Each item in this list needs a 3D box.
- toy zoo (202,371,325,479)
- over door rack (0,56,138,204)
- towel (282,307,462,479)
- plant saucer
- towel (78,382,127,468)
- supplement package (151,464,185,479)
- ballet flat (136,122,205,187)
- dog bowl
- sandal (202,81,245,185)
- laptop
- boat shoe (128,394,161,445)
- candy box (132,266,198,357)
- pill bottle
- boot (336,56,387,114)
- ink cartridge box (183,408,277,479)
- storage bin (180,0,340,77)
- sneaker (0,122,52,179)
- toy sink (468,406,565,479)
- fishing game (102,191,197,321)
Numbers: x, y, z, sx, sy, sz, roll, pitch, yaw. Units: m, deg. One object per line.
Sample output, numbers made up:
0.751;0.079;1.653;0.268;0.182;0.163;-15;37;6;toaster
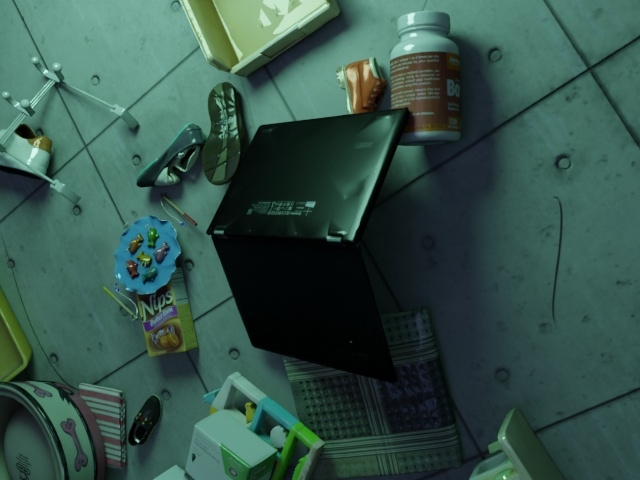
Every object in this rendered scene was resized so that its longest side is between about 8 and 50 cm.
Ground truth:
-0.138;0.410;1.316;0.293;0.030;0.192;31;116;26;toy zoo
-0.612;-0.267;1.415;0.324;0.108;0.240;31;79;20;over door rack
0.093;0.305;1.226;0.324;0.056;0.312;-14;91;23;towel
-0.908;0.254;1.655;0.332;0.081;0.333;-35;79;22;plant saucer
-0.533;0.450;1.530;0.144;0.029;0.197;3;95;27;towel
-0.298;0.648;1.339;0.261;0.204;0.145;30;106;20;supplement package
-0.322;-0.166;1.361;0.203;0.074;0.074;-41;77;19;ballet flat
-0.693;0.528;1.523;0.407;0.150;0.408;3;95;29;dog bowl
-0.197;-0.221;1.309;0.089;0.060;0.219;-9;76;20;sandal
0.000;0.000;1.173;0.381;0.236;0.408;4;64;43;laptop
-0.410;0.422;1.463;0.049;0.042;0.133;31;104;22;boat shoe
-0.350;0.161;1.408;0.109;0.053;0.187;-14;86;26;candy box
0.182;-0.278;1.092;0.121;0.121;0.216;0;94;25;pill bottle
0.090;-0.265;1.172;0.084;0.059;0.158;-17;86;20;boot
-0.196;0.492;1.296;0.160;0.092;0.220;26;113;28;ink cartridge box
-0.133;-0.499;1.218;0.262;0.123;0.260;-27;83;23;storage bin
-0.777;-0.235;1.560;0.290;0.106;0.123;14;80;22;sneaker
0.333;0.432;1.064;0.131;0.152;0.234;-35;81;23;toy sink
-0.392;0.027;1.387;0.189;0.041;0.264;38;96;30;fishing game
